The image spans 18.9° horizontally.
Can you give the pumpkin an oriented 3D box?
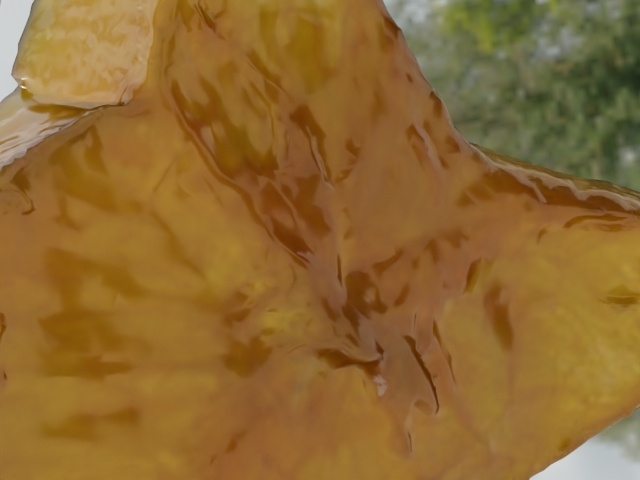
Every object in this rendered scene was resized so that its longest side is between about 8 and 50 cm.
[{"bbox_3d":[0.001,0.027,0.549,0.290,0.095,0.258,42,-114,-26],"label":"pumpkin"}]
